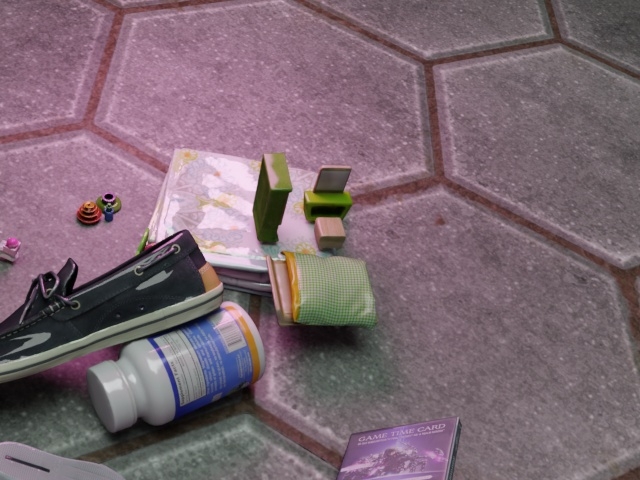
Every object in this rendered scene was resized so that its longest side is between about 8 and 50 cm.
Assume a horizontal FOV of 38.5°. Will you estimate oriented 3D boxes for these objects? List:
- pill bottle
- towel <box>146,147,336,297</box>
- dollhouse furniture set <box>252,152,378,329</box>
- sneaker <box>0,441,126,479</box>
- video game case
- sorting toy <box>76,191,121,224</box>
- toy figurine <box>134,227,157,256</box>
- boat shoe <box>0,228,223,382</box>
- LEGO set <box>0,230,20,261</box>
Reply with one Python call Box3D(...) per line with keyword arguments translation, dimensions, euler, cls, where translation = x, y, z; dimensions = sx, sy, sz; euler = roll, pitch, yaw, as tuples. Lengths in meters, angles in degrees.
Box3D(translation=(-0.241, 0.215, 1.526), dimensions=(0.272, 0.152, 0.152), euler=(-21, 56, -29), cls="pill bottle")
Box3D(translation=(-0.147, -0.041, 1.835), dimensions=(0.374, 0.090, 0.321), euler=(11, 46, -4), cls="towel")
Box3D(translation=(0.000, 0.000, 1.668), dimensions=(0.197, 0.151, 0.302), euler=(0, 49, -17), cls="dollhouse furniture set")
Box3D(translation=(-0.388, 0.380, 1.380), dimensions=(0.258, 0.091, 0.094), euler=(29, 36, -16), cls="sneaker")
Box3D(translation=(0.109, 0.381, 1.426), dimensions=(0.196, 0.026, 0.274), euler=(-14, 22, 23), cls="video game case")
Box3D(translation=(-0.435, -0.070, 1.819), dimensions=(0.061, 0.042, 0.102), euler=(34, 48, 17), cls="sorting toy")
Box3D(translation=(-0.274, 0.085, 1.663), dimensions=(0.159, 0.130, 0.173), euler=(23, 75, -10), cls="toy figurine")
Box3D(translation=(-0.409, 0.109, 1.483), dimensions=(0.500, 0.156, 0.187), euler=(-19, 9, -13), cls="boat shoe")
Box3D(translation=(-0.628, 0.077, 1.585), dimensions=(0.132, 0.107, 0.287), euler=(12, 46, -3), cls="LEGO set")
